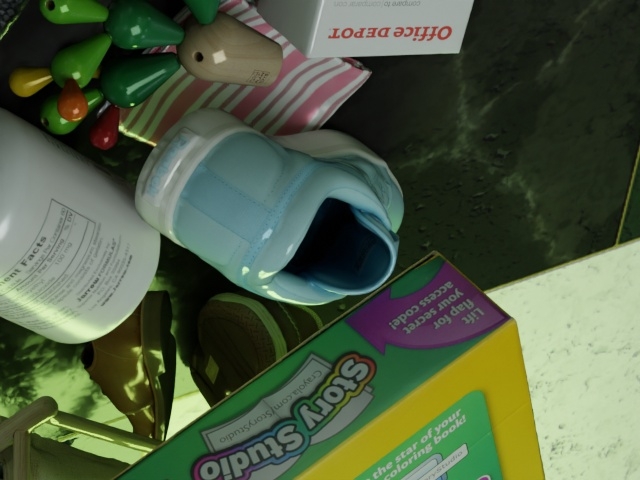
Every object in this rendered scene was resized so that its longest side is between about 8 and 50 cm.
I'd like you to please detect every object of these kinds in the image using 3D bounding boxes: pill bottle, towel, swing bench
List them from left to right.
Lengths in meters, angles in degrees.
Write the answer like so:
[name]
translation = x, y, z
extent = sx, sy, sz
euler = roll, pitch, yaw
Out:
[pill bottle]
translation = -0.228, -0.021, 1.321
extent = 0.131, 0.131, 0.229
euler = -44, 142, 11
[swing bench]
translation = -0.235, 0.252, 1.563
extent = 0.254, 0.165, 0.253
euler = -16, 155, 32
[towel]
translation = -0.061, -0.110, 1.438
extent = 0.144, 0.029, 0.197
euler = -46, 141, 15

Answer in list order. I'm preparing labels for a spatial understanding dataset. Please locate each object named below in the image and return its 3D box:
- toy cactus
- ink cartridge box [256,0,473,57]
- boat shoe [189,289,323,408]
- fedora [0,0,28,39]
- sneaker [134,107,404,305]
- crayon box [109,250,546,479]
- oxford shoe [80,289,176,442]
[toy cactus]
translation = -0.104, -0.141, 1.297
extent = 0.180, 0.112, 0.219
euler = 14, 119, -32
[ink cartridge box]
translation = 0.048, -0.230, 1.332
extent = 0.139, 0.082, 0.191
euler = -6, 123, -33
[boat shoe]
translation = -0.045, 0.079, 1.555
extent = 0.095, 0.095, 0.257
euler = -31, 176, -17
[fedora]
translation = -0.232, -0.240, 1.029
extent = 0.152, 0.334, 0.334
euler = -35, 157, -57
[sneaker]
translation = 0.000, 0.000, 1.435
extent = 0.135, 0.150, 0.366
euler = -58, 158, 13
[crayon box]
translation = -0.001, 0.227, 1.444
extent = 0.363, 0.106, 0.313
euler = -35, 140, -16
[oxford shoe]
translation = -0.159, 0.109, 1.583
extent = 0.076, 0.076, 0.212
euler = 1, 141, 3
